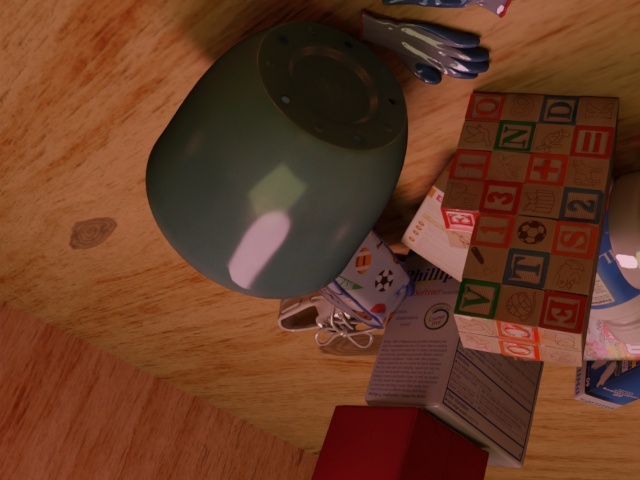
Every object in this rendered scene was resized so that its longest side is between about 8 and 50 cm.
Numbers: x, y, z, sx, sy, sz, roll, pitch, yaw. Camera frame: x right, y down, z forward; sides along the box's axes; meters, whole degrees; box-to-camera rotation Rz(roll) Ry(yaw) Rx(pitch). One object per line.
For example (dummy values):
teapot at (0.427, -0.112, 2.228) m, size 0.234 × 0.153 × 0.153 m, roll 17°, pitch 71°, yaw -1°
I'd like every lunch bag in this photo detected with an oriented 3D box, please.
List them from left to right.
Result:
lunch bag at (0.000, 0.000, 1.219) m, size 0.243 × 0.115 × 0.303 m, roll 30°, pitch 164°, yaw 50°

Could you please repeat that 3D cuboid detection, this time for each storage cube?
storage cube at (0.112, 0.376, 1.181) m, size 0.184 × 0.193 × 0.215 m, roll 36°, pitch 151°, yaw -29°

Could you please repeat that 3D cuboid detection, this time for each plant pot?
plant pot at (-0.032, -0.112, 0.917) m, size 0.293 × 0.293 × 0.235 m, roll 26°, pitch 140°, yaw -13°

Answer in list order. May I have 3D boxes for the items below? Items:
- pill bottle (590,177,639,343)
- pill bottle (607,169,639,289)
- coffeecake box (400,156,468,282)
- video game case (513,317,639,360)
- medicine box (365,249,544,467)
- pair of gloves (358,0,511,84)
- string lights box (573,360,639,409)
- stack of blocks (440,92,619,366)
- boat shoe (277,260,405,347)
pill bottle at (0.368, 0.024, 0.999) m, size 0.124 × 0.124 × 0.221 m, roll -16°, pitch 119°, yaw 50°
pill bottle at (0.489, -0.031, 0.802) m, size 0.334 × 0.187 × 0.188 m, roll -9°, pitch 142°, yaw 45°
coffeecake box at (0.211, -0.019, 1.114) m, size 0.142 × 0.068 × 0.185 m, roll 34°, pitch 155°, yaw 7°
video game case at (0.389, 0.081, 1.138) m, size 0.285 × 0.025 × 0.204 m, roll -9°, pitch 104°, yaw 44°
medicine box at (0.240, 0.191, 1.287) m, size 0.149 × 0.289 × 0.263 m, roll -8°, pitch 143°, yaw 43°
pair of gloves at (0.119, -0.240, 0.840) m, size 0.159 × 0.023 × 0.198 m, roll 18°, pitch 153°, yaw 4°
string lights box at (0.509, 0.177, 1.251) m, size 0.077 × 0.133 × 0.259 m, roll 16°, pitch 154°, yaw -3°
stack of blocks at (0.228, -0.023, 0.872) m, size 0.171 × 0.297 × 0.087 m, roll 7°, pitch 152°, yaw 22°
boat shoe at (0.040, 0.132, 1.462) m, size 0.367 × 0.156 × 0.136 m, roll -9°, pitch 142°, yaw 46°
